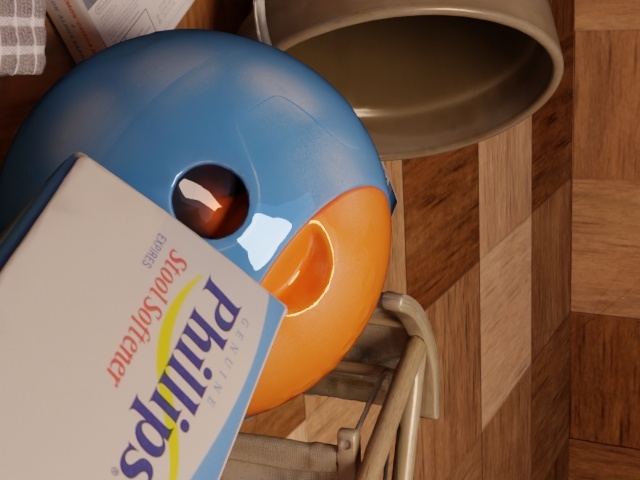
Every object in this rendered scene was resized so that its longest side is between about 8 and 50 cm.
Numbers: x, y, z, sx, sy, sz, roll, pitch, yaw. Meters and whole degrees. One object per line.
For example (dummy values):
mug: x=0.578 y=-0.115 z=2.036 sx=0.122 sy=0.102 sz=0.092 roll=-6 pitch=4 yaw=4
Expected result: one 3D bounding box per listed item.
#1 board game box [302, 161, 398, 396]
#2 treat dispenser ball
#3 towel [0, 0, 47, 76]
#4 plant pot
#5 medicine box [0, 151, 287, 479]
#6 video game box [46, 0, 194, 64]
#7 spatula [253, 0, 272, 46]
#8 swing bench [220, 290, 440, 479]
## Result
board game box: x=0.000 y=0.000 z=1.209 sx=0.305 sy=0.053 sz=0.193 roll=-65 pitch=147 yaw=-34
treat dispenser ball: x=-0.091 y=-0.009 z=0.763 sx=0.288 sy=0.288 sz=0.288 roll=-19 pitch=111 yaw=-61
towel: x=-0.260 y=-0.205 z=0.578 sx=0.283 sy=0.121 sz=0.235 roll=-19 pitch=112 yaw=-62
plant pot: x=0.065 y=-0.269 z=1.058 sx=0.323 sy=0.323 sz=0.280 roll=31 pitch=52 yaw=-61
medicine box: x=-0.184 y=0.144 z=0.537 sx=0.149 sy=0.289 sz=0.263 roll=38 pitch=40 yaw=-15
video game box: x=-0.163 y=-0.255 z=0.845 sx=0.187 sy=0.048 sz=0.205 roll=70 pitch=35 yaw=-43
spatula: x=-0.035 y=-0.153 z=0.870 sx=0.296 sy=0.030 sz=0.084 roll=58 pitch=30 yaw=-3
swing bench: x=-0.043 y=0.168 z=0.931 sx=0.165 sy=0.253 sz=0.255 roll=44 pitch=56 yaw=-58
